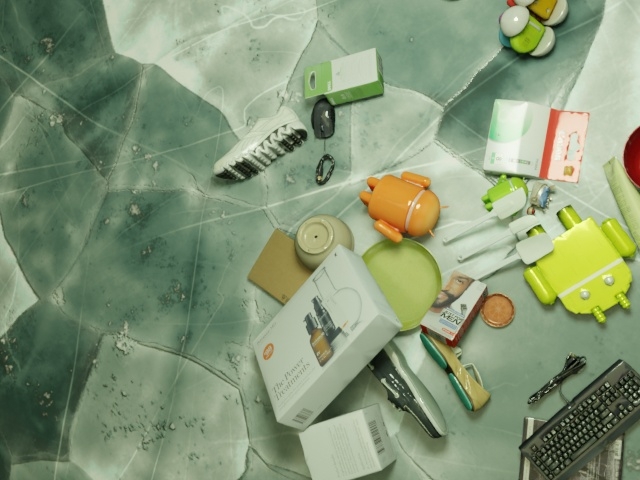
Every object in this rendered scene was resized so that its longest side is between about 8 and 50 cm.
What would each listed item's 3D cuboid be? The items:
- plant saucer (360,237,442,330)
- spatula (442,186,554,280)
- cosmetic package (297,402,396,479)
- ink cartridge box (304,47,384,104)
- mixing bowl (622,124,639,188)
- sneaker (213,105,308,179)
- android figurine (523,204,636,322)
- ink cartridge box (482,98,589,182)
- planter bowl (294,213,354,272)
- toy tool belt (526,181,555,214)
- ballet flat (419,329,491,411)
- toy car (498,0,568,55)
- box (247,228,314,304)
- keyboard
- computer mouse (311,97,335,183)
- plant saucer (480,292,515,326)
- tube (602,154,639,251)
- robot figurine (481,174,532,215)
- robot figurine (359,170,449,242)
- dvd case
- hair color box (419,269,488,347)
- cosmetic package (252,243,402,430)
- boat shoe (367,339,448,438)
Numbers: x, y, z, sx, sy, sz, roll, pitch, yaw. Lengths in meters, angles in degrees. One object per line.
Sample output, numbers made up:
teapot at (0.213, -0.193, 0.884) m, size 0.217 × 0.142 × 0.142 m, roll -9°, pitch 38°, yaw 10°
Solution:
plant saucer at (0.200, 0.113, 1.728) m, size 0.241 × 0.037 × 0.241 m, roll -2°, pitch 84°, yaw 22°
spatula at (0.423, 0.002, 1.619) m, size 0.242 × 0.019 × 0.168 m, roll -32°, pitch 83°, yaw 32°
cosmetic package at (0.068, 0.513, 1.674) m, size 0.183 × 0.151 × 0.151 m, roll -22°, pitch 76°, yaw 17°
ink cartridge box at (0.064, -0.437, 1.815) m, size 0.209 × 0.062 × 0.109 m, roll -10°, pitch 65°, yaw 19°
mixing bowl at (0.775, -0.181, 1.502) m, size 0.181 × 0.098 × 0.181 m, roll -2°, pitch 84°, yaw 21°
sneaker at (-0.179, -0.271, 1.890) m, size 0.292 × 0.110 × 0.118 m, roll -29°, pitch 67°, yaw 8°
android figurine at (0.610, 0.059, 1.565) m, size 0.248 × 0.056 × 0.273 m, roll -33°, pitch 72°, yaw 15°
ink cartridge box at (0.525, -0.243, 1.633) m, size 0.224 × 0.056 × 0.181 m, roll 10°, pitch 88°, yaw 24°
planter bowl at (0.000, 0.000, 1.766) m, size 0.162 × 0.109 × 0.162 m, roll -4°, pitch 75°, yaw 14°
toy tool belt at (0.533, -0.098, 1.613) m, size 0.051 × 0.052 × 0.083 m, roll 15°, pitch 91°, yaw 30°
ballet flat at (0.333, 0.308, 1.647) m, size 0.073 × 0.080 × 0.232 m, roll -29°, pitch 75°, yaw -13°
toy car at (0.502, -0.548, 1.639) m, size 0.136 × 0.159 × 0.182 m, roll 26°, pitch 95°, yaw 56°
box at (-0.087, 0.086, 1.851) m, size 0.201 × 0.021 × 0.164 m, roll 33°, pitch 96°, yaw 22°
keyboard at (0.586, 0.390, 1.536) m, size 0.317 × 0.033 × 0.201 m, roll -44°, pitch 67°, yaw 6°
computer mouse at (0.005, -0.276, 1.845) m, size 0.071 × 0.041 × 0.242 m, roll -2°, pitch 84°, yaw 20°
plant saucer at (0.435, 0.170, 1.642) m, size 0.083 × 0.013 × 0.083 m, roll -2°, pitch 84°, yaw 21°
tube at (0.714, -0.078, 1.525) m, size 0.070 × 0.062 × 0.240 m, roll -37°, pitch 73°, yaw 50°
robot figurine at (0.455, -0.111, 1.635) m, size 0.115 × 0.067 × 0.101 m, roll -28°, pitch 61°, yaw 19°
robot figurine at (0.208, -0.087, 1.699) m, size 0.219 × 0.158 × 0.128 m, roll 24°, pitch 133°, yaw 22°
dvd case at (0.578, 0.509, 1.546) m, size 0.221 × 0.018 × 0.165 m, roll 5°, pitch 85°, yaw 21°
hair color box at (0.326, 0.165, 1.626) m, size 0.093 × 0.053 × 0.167 m, roll 26°, pitch 69°, yaw 30°
cosmetic package at (0.002, 0.237, 1.670) m, size 0.377 × 0.097 × 0.284 m, roll -49°, pitch 34°, yaw 16°
boat shoe at (0.204, 0.369, 1.665) m, size 0.091 × 0.114 × 0.302 m, roll -39°, pitch 60°, yaw 12°
